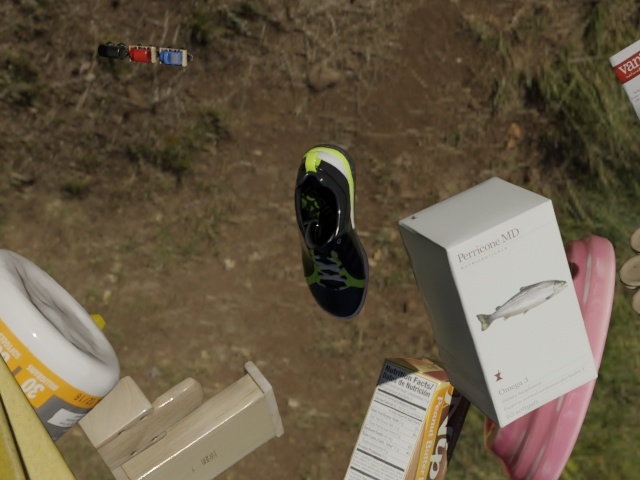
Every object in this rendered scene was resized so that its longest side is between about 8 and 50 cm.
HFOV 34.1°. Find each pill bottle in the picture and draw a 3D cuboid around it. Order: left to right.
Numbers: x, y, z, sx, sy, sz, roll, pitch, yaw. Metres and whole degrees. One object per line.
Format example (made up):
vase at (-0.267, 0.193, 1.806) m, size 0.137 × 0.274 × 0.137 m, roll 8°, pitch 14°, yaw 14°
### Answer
pill bottle at (-0.320, 0.152, 0.885) m, size 0.278 × 0.162 × 0.162 m, roll -43°, pitch 127°, yaw 0°

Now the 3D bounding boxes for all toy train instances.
toy train at (-0.262, -0.277, 1.548) m, size 0.158 × 0.036 × 0.027 m, roll 9°, pitch 107°, yaw 22°

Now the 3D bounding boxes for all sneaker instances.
sneaker at (0.000, 0.000, 1.238) m, size 0.084 × 0.097 × 0.235 m, roll 0°, pitch 116°, yaw 20°

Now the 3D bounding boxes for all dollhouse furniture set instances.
dollhouse furniture set at (-0.221, 0.130, 1.239) m, size 0.198 × 0.303 × 0.286 m, roll -33°, pitch 150°, yaw -16°

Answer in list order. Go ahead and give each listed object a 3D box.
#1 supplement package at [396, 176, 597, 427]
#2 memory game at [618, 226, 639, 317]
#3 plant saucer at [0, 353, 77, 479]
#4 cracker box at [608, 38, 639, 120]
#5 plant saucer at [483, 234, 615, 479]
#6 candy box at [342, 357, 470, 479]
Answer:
supplement package at (0.156, 0.051, 0.919) m, size 0.105 × 0.105 × 0.179 m, roll -25°, pitch 112°, yaw -11°
memory game at (0.336, 0.011, 0.852) m, size 0.186 × 0.186 × 0.012 m, roll -16°, pitch 126°, yaw 26°
plant saucer at (-0.133, 0.250, 0.579) m, size 0.081 × 0.333 × 0.333 m, roll -28°, pitch 126°, yaw -12°
cracker box at (0.497, -0.175, 1.347) m, size 0.067 × 0.232 × 0.155 m, roll -20°, pitch 172°, yaw -44°
plant saucer at (0.275, 0.148, 1.296) m, size 0.084 × 0.332 × 0.332 m, roll 15°, pitch 140°, yaw 5°
candy box at (0.100, 0.316, 1.384) m, size 0.087 × 0.317 × 0.183 m, roll 19°, pitch -178°, yaw 24°
